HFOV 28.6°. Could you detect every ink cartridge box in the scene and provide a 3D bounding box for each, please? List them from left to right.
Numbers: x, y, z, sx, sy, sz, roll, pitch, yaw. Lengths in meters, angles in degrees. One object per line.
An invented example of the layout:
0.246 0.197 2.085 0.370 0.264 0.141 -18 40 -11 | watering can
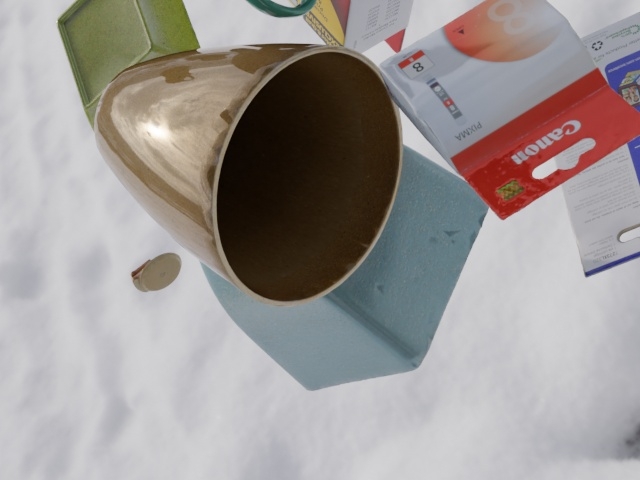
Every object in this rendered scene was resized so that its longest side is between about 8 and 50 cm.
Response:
-0.006 -0.417 1.776 0.130 0.272 0.309 -31 67 -20 | ink cartridge box
0.149 -0.115 0.989 0.145 0.045 0.179 -31 47 -5 | ink cartridge box
0.386 -0.120 1.588 0.175 0.069 0.371 -23 47 22 | ink cartridge box

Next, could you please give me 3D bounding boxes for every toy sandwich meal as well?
-0.258 0.047 1.985 0.085 0.085 0.029 -46 57 3 | toy sandwich meal

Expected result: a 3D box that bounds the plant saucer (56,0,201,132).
-0.237 -0.236 1.462 0.188 0.045 0.188 -35 65 33 | plant saucer

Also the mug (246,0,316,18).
-0.070 -0.281 1.151 0.158 0.129 0.097 44 63 12 | mug

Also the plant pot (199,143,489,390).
0.000 0.000 1.492 0.248 0.252 0.247 -21 38 56 | plant pot

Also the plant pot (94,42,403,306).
-0.093 -0.086 1.191 0.254 0.237 0.237 20 74 41 | plant pot
